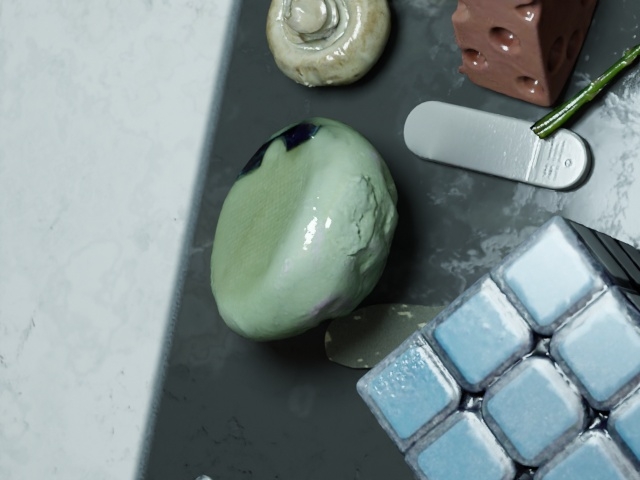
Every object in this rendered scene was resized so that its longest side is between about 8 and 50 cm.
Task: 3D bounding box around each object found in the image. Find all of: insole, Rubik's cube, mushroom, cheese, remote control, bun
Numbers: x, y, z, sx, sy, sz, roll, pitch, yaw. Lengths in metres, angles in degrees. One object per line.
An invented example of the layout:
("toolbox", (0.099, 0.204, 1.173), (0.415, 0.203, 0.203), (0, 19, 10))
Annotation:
("insole", (0.117, 0.116, 2.058), (0.248, 0.011, 0.081), (-5, 84, 25))
("Rubik's cube", (0.276, 0.188, 1.809), (0.305, 0.304, 0.301), (-43, 68, 14))
("mushroom", (0.007, -0.273, 2.098), (0.166, 0.127, 0.166), (0, 90, 31))
("cheese", (0.247, -0.297, 1.973), (0.128, 0.203, 0.177), (19, 61, 29))
("remote control", (0.214, -0.116, 2.033), (0.245, 0.022, 0.077), (15, 92, 27))
("bun", (0.000, 0.000, 2.031), (0.293, 0.187, 0.293), (-46, 32, 40))

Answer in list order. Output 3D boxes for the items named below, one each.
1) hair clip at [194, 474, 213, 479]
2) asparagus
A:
("hair clip", (-0.167, 0.373, 2.150), (0.172, 0.049, 0.116), (-31, 67, 23))
("asparagus", (0.345, -0.199, 1.967), (0.233, 0.023, 0.022), (-40, 109, 12))
